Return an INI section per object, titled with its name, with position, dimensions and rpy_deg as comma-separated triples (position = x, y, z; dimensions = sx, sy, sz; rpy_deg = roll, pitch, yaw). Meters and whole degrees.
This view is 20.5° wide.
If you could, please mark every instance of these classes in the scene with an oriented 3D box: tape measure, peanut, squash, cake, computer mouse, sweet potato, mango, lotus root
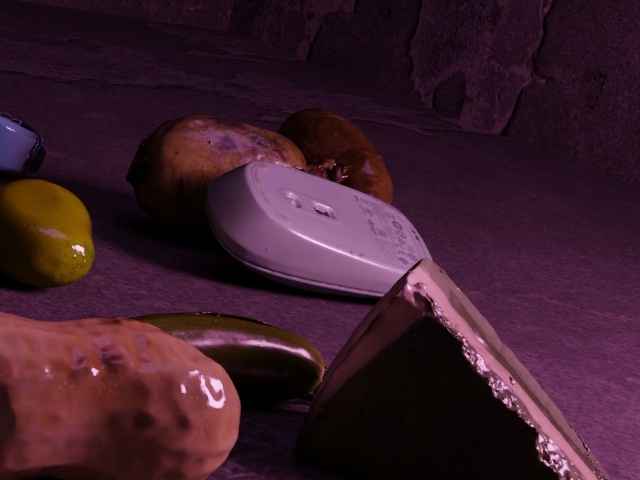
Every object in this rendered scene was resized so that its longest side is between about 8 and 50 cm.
[tape measure]
position = -0.408, -0.126, 2.141
dimensions = 0.146, 0.081, 0.125
rpy_deg = 25, -2, 30
[peanut]
position = -0.193, 0.109, 1.214
dimensions = 0.290, 0.130, 0.130
rpy_deg = 9, 13, -31
[squash]
position = -0.110, 0.098, 1.485
dimensions = 0.318, 0.071, 0.080
rpy_deg = 4, 16, -39
[cake]
position = 0.145, 0.128, 1.430
dimensions = 0.283, 0.172, 0.158
rpy_deg = 18, 15, 10
[computer mouse]
position = -0.004, 0.004, 1.977
dimensions = 0.288, 0.097, 0.159
rpy_deg = 19, 30, -35
[sweet potato]
position = 0.024, -0.086, 2.399
dimensions = 0.130, 0.130, 0.422
rpy_deg = 10, 20, -19
[mango]
position = -0.282, -0.008, 1.731
dimensions = 0.117, 0.089, 0.163
rpy_deg = 11, 13, -15
[lotus root]
position = -0.089, -0.065, 2.078
dimensions = 0.278, 0.154, 0.154
rpy_deg = 8, 13, -19
